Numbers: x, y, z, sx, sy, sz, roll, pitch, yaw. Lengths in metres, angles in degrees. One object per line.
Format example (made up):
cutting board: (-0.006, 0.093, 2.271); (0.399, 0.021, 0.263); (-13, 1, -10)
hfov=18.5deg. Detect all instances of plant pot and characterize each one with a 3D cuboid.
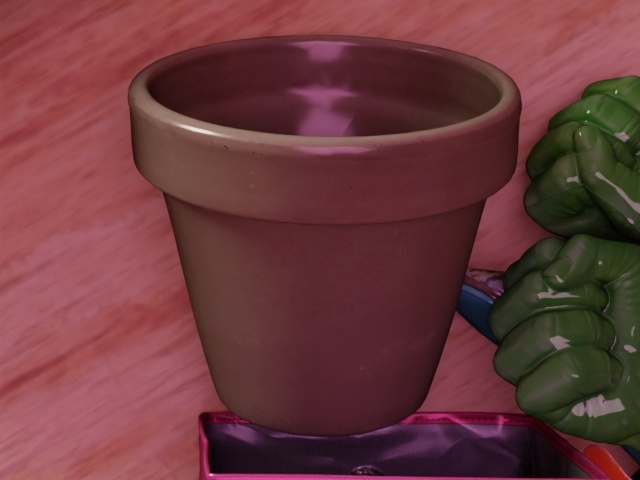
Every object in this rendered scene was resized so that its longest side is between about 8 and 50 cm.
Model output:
plant pot: (0.000, 0.000, 1.332); (0.263, 0.263, 0.229); (0, 111, -4)

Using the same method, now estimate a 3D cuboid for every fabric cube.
fabric cube: (0.043, 0.260, 1.321); (0.254, 0.259, 0.258); (0, 94, -4)

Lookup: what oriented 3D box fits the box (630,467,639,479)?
box: (0.275, 0.242, 1.448); (0.116, 0.029, 0.162); (-44, 93, -1)

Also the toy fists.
toy fists: (0.202, 0.009, 1.357); (0.142, 0.096, 0.279); (19, 62, -5)

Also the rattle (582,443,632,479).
rattle: (0.269, 0.230, 1.348); (0.130, 0.143, 0.199); (-39, 118, 20)

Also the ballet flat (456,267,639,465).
ballet flat: (0.192, 0.077, 1.415); (0.221, 0.077, 0.079); (40, 71, 2)
